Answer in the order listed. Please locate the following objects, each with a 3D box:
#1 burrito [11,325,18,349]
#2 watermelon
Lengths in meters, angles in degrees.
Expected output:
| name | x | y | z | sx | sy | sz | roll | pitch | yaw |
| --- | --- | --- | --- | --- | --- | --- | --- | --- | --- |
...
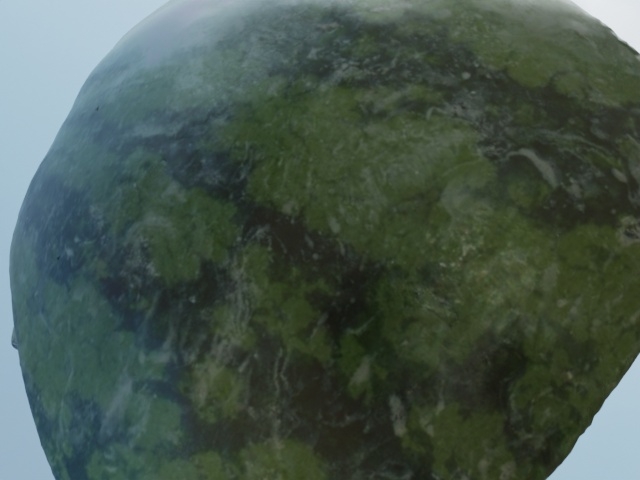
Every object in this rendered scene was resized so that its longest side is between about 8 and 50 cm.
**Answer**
| name | x | y | z | sx | sy | sz | roll | pitch | yaw |
| --- | --- | --- | --- | --- | --- | --- | --- | --- | --- |
| burrito | -0.119 | 0.009 | 0.620 | 0.044 | 0.074 | 0.118 | 5 | -112 | 9 |
| watermelon | 0.000 | 0.000 | 0.464 | 0.256 | 0.176 | 0.260 | -34 | -95 | -5 |
